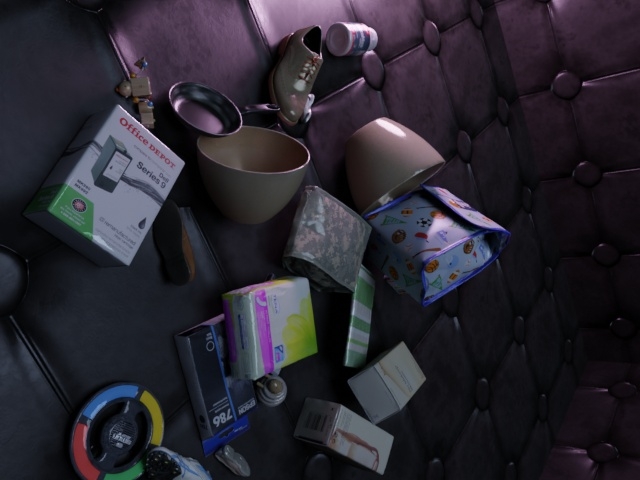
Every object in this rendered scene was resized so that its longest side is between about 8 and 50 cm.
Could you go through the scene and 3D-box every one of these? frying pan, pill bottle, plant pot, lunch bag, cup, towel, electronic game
[{"bbox_3d":[-0.265,-0.355,1.536,0.197,0.053,0.326,42,37,5],"label":"frying pan"},{"bbox_3d":[0.111,-0.684,1.989,0.180,0.107,0.108,-23,103,-47],"label":"pill bottle"},{"bbox_3d":[-0.183,-0.155,1.518,0.284,0.284,0.191,-27,138,-46],"label":"plant pot"},{"bbox_3d":[0.000,0.000,1.750,0.287,0.168,0.235,40,59,-44],"label":"lunch bag"},{"bbox_3d":[0.212,-0.263,1.944,0.331,0.331,0.237,-24,79,-47],"label":"cup"},{"bbox_3d":[0.123,0.249,1.898,0.248,0.038,0.325,42,54,-68],"label":"towel"},{"bbox_3d":[-0.446,0.429,1.294,0.229,0.048,0.230,6,82,-48],"label":"electronic game"},{"bbox_3d":[0.385,-0.019,1.949,0.385,0.328,0.239,-24,134,-23],"label":"lunch bag"}]

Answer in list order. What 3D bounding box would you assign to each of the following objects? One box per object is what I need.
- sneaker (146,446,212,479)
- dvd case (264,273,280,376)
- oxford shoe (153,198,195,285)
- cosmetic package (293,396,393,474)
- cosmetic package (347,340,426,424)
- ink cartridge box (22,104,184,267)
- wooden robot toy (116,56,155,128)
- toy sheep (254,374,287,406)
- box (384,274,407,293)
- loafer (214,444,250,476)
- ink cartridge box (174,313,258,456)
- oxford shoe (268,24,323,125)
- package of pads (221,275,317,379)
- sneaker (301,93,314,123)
[{"bbox_3d":[-0.334,0.540,1.379,0.086,0.085,0.237,-103,168,-48],"label":"sneaker"},{"bbox_3d":[-0.136,0.243,1.675,0.179,0.029,0.239,48,54,-34],"label":"dvd case"},{"bbox_3d":[-0.355,0.003,1.439,0.076,0.076,0.212,-26,105,-78],"label":"oxford shoe"},{"bbox_3d":[0.075,0.600,1.788,0.296,0.153,0.129,40,60,-37],"label":"cosmetic package"},{"bbox_3d":[0.223,0.454,1.901,0.160,0.113,0.309,58,23,8],"label":"cosmetic package"},{"bbox_3d":[-0.460,-0.117,1.276,0.211,0.121,0.289,43,55,-37],"label":"ink cartridge box"},{"bbox_3d":[-0.440,-0.349,1.384,0.079,0.076,0.174,-7,92,-13],"label":"wooden robot toy"},{"bbox_3d":[-0.136,0.413,1.605,0.091,0.132,0.091,6,59,-10],"label":"toy sheep"},{"bbox_3d":[0.344,0.143,2.093,0.114,0.206,0.036,44,52,-35],"label":"box"},{"bbox_3d":[-0.231,0.581,1.536,0.125,0.039,0.045,58,15,-31],"label":"loafer"},{"bbox_3d":[-0.257,0.372,1.503,0.165,0.065,0.333,-23,104,-48],"label":"ink cartridge box"},{"bbox_3d":[-0.064,-0.498,1.716,0.123,0.130,0.349,27,56,-39],"label":"oxford shoe"},{"bbox_3d":[-0.131,0.221,1.563,0.296,0.101,0.229,-7,91,-58],"label":"package of pads"},{"bbox_3d":[-0.052,-0.416,1.836,0.043,0.040,0.109,19,68,-29],"label":"sneaker"}]
